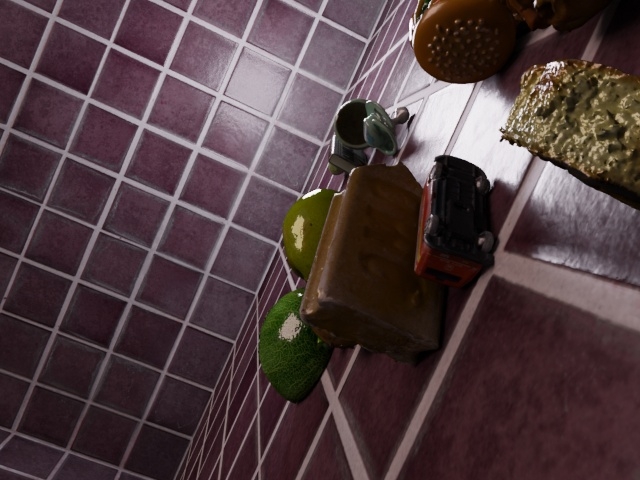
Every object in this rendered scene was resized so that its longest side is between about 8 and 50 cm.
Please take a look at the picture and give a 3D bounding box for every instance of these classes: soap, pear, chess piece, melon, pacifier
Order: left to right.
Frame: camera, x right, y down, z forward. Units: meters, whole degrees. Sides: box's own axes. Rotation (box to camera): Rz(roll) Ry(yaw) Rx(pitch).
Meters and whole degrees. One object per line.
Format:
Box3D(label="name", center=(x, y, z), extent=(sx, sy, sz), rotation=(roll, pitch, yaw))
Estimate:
Box3D(label="melon", center=(-0.043, 0.183, 1.104), extent=(0.169, 0.129, 0.265), rotation=(-42, 25, 63))
Box3D(label="pear", center=(0.000, 0.000, 1.170), extent=(0.187, 0.187, 0.220), rotation=(131, 152, -62))
Box3D(label="chess piece", center=(0.117, -0.339, 1.567), extent=(0.139, 0.139, 0.272), rotation=(-64, -1, 13))
Box3D(label="soap", center=(0.082, 0.011, 0.692), extent=(0.080, 0.160, 0.258), rotation=(-53, 17, 50))
Box3D(label="pacifier", center=(0.159, -0.264, 1.225), extent=(0.116, 0.127, 0.150), rotation=(-31, -29, -11))

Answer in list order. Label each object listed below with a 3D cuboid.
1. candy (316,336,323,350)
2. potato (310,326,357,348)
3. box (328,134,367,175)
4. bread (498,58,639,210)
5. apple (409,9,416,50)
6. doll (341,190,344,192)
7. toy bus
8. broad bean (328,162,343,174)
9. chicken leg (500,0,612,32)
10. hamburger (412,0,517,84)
Box3D(label="candy", center=(0.046, 0.109, 0.954), extent=(0.102, 0.032, 0.178), rotation=(-23, -37, -60))
Box3D(label="potato", center=(0.046, 0.087, 0.824), extent=(0.176, 0.137, 0.137), rotation=(-61, 10, 19))
Box3D(label="box", center=(0.077, -0.233, 1.489), extent=(0.036, 0.115, 0.177), rotation=(-56, 13, 24))
Box3D(label="bread", center=(0.192, -0.069, 0.354), extent=(0.140, 0.127, 0.069), rotation=(-89, 20, -69))
Box3D(label="apple", center=(0.226, -0.385, 0.966), extent=(0.146, 0.146, 0.146), rotation=(-156, 90, -81))
Box3D(label="doll", center=(0.053, -0.057, 1.354), extent=(0.162, 0.062, 0.106), rotation=(-60, 15, 28))
Box3D(label="toy bus", center=(0.156, -0.025, 0.642), extent=(0.077, 0.079, 0.174), rotation=(109, 177, -45))
Box3D(label="broad bean", center=(0.088, -0.323, 1.756), extent=(0.169, 0.100, 0.228), rotation=(-68, -8, -70))
Box3D(label="chicken leg", center=(0.287, -0.387, 0.590), extent=(0.295, 0.182, 0.409), rotation=(89, -155, -71))
Box3D(label="hamburger", center=(0.213, -0.309, 0.787), extent=(0.162, 0.162, 0.115), rotation=(127, 159, -55))
